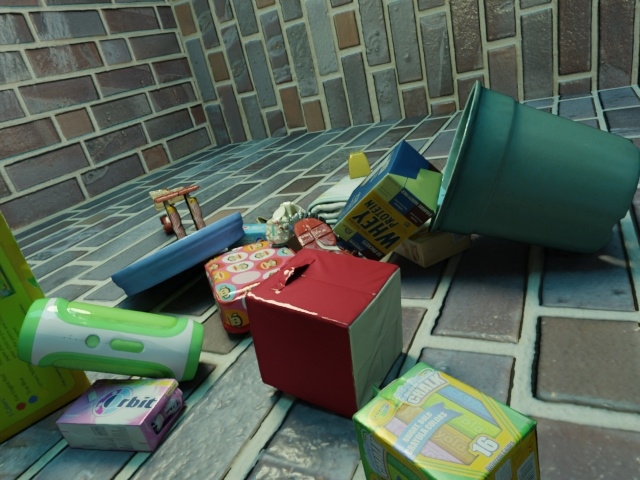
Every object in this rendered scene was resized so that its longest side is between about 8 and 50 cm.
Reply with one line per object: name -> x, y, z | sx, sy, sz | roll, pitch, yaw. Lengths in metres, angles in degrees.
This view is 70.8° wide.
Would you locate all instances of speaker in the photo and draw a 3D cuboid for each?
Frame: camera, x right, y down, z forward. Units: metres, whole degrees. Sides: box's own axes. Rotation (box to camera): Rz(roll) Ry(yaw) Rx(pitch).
speaker -> -0.378, 0.188, 0.840 | 0.296, 0.131, 0.131 | 13, 16, -18

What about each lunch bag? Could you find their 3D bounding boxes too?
lunch bag -> -0.136, 0.090, 1.094 | 0.258, 0.120, 0.293 | -19, 22, -13

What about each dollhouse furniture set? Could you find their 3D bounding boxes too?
dollhouse furniture set -> -0.518, -0.098, 1.676 | 0.152, 0.201, 0.374 | -22, 17, -19

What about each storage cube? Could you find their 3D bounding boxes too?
storage cube -> 0.016, 0.147, 0.764 | 0.193, 0.215, 0.183 | 10, 31, 32

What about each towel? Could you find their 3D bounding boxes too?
towel -> 0.183, -0.155, 1.540 | 0.374, 0.090, 0.320 | 0, 23, 30

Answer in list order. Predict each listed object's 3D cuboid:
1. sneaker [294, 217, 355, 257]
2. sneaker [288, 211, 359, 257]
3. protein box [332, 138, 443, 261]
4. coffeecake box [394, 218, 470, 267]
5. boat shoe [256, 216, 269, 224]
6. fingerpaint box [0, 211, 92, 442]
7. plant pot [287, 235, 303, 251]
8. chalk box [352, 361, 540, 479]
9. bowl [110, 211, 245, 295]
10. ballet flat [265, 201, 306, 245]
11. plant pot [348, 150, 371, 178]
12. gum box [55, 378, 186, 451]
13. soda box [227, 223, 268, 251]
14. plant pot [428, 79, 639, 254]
sneaker -> 0.012, 0.054, 1.054 | 0.087, 0.128, 0.221 | -25, 53, -21
sneaker -> 0.000, 0.000, 1.177 | 0.087, 0.221, 0.083 | -13, 52, 50
protein box -> 0.161, -0.092, 1.058 | 0.201, 0.136, 0.200 | -45, 10, 37
coffeecake box -> 0.268, -0.011, 1.166 | 0.142, 0.068, 0.185 | -22, 23, -17
boat shoe -> -0.173, -0.048, 1.533 | 0.056, 0.048, 0.153 | -25, 25, -26
fingerpaint box -> -0.700, 0.170, 0.805 | 0.371, 0.445, 0.163 | -31, 27, -34
plant pot -> -0.044, -0.001, 1.284 | 0.108, 0.096, 0.109 | -14, 23, -2
chalk box -> 0.130, 0.251, 0.544 | 0.132, 0.133, 0.213 | -27, 25, -30
bowl -> -0.390, 0.038, 1.279 | 0.391, 0.077, 0.391 | -26, 8, 4
ballet flat -> -0.087, -0.061, 1.211 | 0.091, 0.077, 0.241 | -8, 20, 11
plant pot -> 0.139, -0.282, 1.652 | 0.081, 0.083, 0.081 | -10, 20, 5
gum box -> -0.341, 0.301, 0.787 | 0.188, 0.062, 0.107 | -6, 24, 18
soda box -> -0.203, -0.010, 1.437 | 0.210, 0.067, 0.071 | -1, 25, 28
plant pot -> 0.446, -0.134, 0.974 | 0.333, 0.341, 0.341 | 16, 29, 9
